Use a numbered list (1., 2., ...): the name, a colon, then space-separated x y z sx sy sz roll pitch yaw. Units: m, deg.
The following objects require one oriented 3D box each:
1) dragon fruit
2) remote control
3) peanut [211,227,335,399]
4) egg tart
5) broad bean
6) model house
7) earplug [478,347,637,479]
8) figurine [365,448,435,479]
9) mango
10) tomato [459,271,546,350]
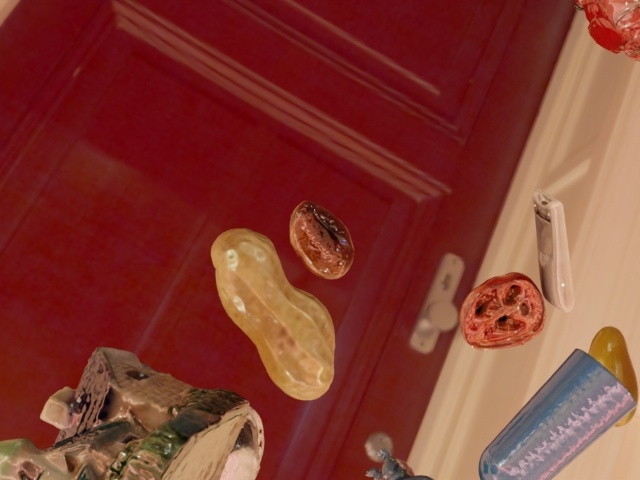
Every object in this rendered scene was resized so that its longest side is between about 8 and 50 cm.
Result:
1. dragon fruit: 0.486 -0.357 1.352 0.234 0.233 0.293 25 163 2
2. remote control: 0.560 0.031 2.231 0.109 0.055 0.313 -131 23 -59
3. peanut: -0.061 0.101 1.321 0.274 0.125 0.111 58 166 -2
4. egg tart: -0.182 0.401 1.626 0.094 0.234 0.234 30 162 42
5. broad bean: 0.000 0.000 1.829 0.165 0.114 0.084 47 -178 0
6. model house: -0.301 0.300 1.315 0.284 0.243 0.298 23 -168 15
7. earplug: 0.372 0.317 1.494 0.132 0.273 0.132 47 176 4
8. figurine: 0.143 0.473 1.711 0.145 0.114 0.178 0 -155 -37
9. mango: 0.552 0.260 1.744 0.122 0.191 0.086 1 166 -45
10. tomato: 0.451 0.167 2.287 0.228 0.101 0.227 -6 126 -9
